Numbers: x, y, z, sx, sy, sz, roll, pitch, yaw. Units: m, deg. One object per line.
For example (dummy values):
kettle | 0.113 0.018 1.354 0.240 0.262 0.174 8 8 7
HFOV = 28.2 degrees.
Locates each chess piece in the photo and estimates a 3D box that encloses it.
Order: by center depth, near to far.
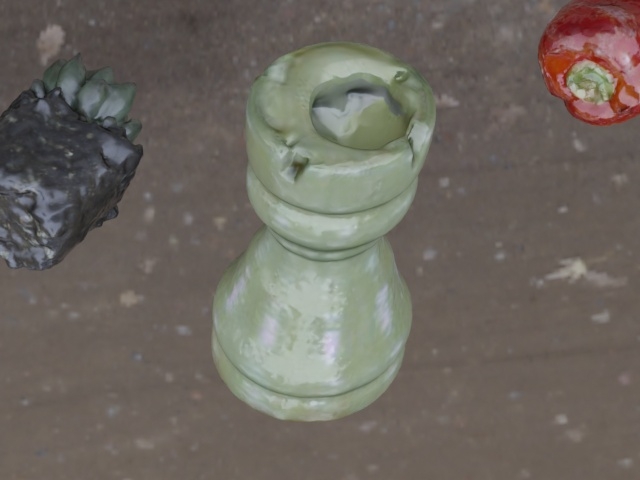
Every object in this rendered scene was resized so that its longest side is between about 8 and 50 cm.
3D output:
chess piece | 0.000 0.000 1.365 0.234 0.234 0.442 2 144 -4

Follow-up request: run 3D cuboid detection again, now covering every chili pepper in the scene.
chili pepper | 0.162 -0.104 0.672 0.073 0.123 0.070 47 126 6

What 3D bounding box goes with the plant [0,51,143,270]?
plant | -0.234 -0.070 1.151 0.132 0.194 0.129 35 140 -4
